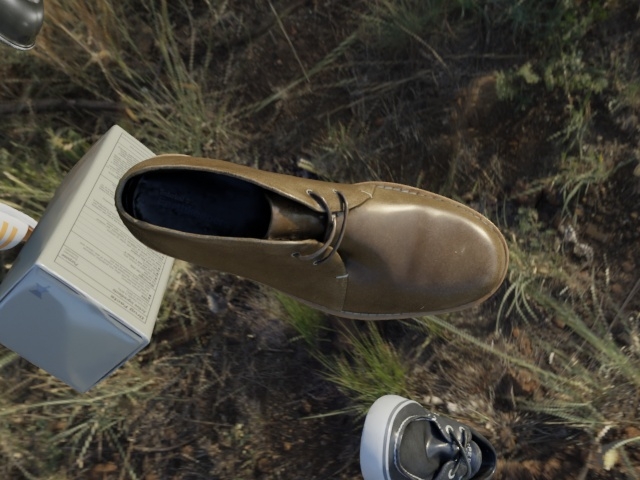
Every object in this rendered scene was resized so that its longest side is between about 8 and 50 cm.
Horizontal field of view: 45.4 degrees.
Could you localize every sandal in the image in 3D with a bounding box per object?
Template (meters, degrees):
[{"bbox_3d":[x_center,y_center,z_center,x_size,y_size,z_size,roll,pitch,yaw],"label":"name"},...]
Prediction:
[{"bbox_3d":[-0.560,-0.034,1.197,0.102,0.265,0.076,-5,65,31],"label":"sandal"}]

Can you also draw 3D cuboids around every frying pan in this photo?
[{"bbox_3d":[-0.342,-0.295,0.833,0.053,0.326,0.197,-29,98,7],"label":"frying pan"}]

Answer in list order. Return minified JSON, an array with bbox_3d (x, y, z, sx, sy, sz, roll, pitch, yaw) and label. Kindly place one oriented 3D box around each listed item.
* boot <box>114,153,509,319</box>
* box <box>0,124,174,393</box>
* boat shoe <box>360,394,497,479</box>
[{"bbox_3d":[0.000,0.000,0.562,0.306,0.115,0.112,10,89,-6],"label":"boot"},{"bbox_3d":[-0.260,0.009,0.908,0.121,0.311,0.148,-38,114,25],"label":"box"},{"bbox_3d":[0.105,0.188,0.672,0.076,0.228,0.080,0,68,26],"label":"boat shoe"}]
